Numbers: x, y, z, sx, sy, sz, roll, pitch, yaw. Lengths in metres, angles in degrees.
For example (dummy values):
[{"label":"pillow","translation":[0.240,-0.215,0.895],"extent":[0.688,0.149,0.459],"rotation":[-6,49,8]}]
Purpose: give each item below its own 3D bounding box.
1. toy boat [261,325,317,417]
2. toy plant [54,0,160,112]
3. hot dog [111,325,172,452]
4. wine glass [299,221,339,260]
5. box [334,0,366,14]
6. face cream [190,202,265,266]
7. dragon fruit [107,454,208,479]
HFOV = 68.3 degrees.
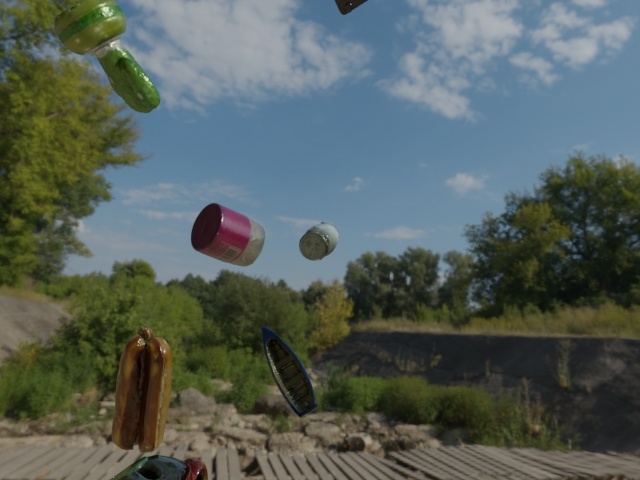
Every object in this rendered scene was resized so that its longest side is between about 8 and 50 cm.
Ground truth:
[{"label":"toy boat","translation":[-0.078,0.305,1.127],"extent":[0.080,0.229,0.046],"rotation":[-36,-21,8]},{"label":"toy plant","translation":[-0.581,-0.503,1.338],"extent":[0.224,0.184,0.316],"rotation":[11,-43,52]},{"label":"hot dog","translation":[-0.440,0.372,1.183],"extent":[0.135,0.338,0.100],"rotation":[11,13,2]},{"label":"wine glass","translation":[0.000,0.000,1.602],"extent":[0.111,0.111,0.204],"rotation":[2,14,15]},{"label":"box","translation":[0.072,-0.554,0.977],"extent":[0.126,0.027,0.125],"rotation":[-30,-52,8]},{"label":"face cream","translation":[-0.314,-0.015,1.609],"extent":[0.175,0.175,0.194],"rotation":[-6,-24,43]},{"label":"dragon fruit","translation":[-0.315,0.460,0.784],"extent":[0.268,0.130,0.295],"rotation":[-31,-5,-17]}]
